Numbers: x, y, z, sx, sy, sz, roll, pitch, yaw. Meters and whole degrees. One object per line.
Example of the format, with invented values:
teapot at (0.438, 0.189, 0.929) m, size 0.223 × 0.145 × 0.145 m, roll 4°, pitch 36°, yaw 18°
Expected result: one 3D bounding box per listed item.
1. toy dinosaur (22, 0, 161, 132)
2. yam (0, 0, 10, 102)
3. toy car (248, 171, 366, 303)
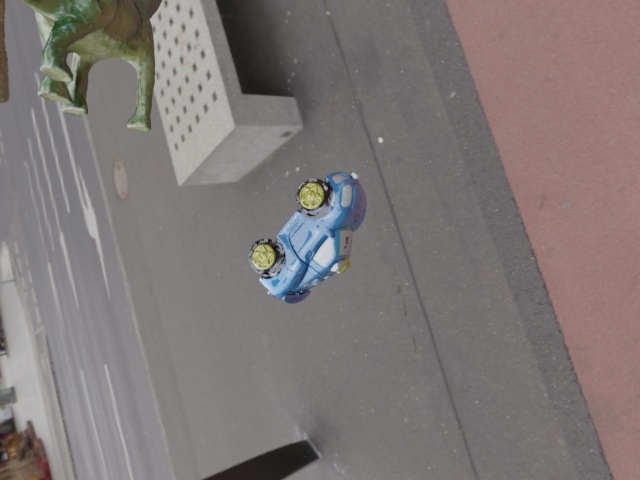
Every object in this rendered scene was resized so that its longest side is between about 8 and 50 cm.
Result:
toy dinosaur at (-0.228, -0.285, 0.467) m, size 0.447 × 0.086 × 0.301 m, roll 86°, pitch -170°, yaw -85°
yam at (-0.725, -0.423, 0.965) m, size 0.299 × 0.066 × 0.066 m, roll -39°, pitch 69°, yaw 48°
toy car at (0.000, 0.000, 0.936) m, size 0.166 × 0.198 × 0.314 m, roll 42°, pitch 100°, yaw 17°
